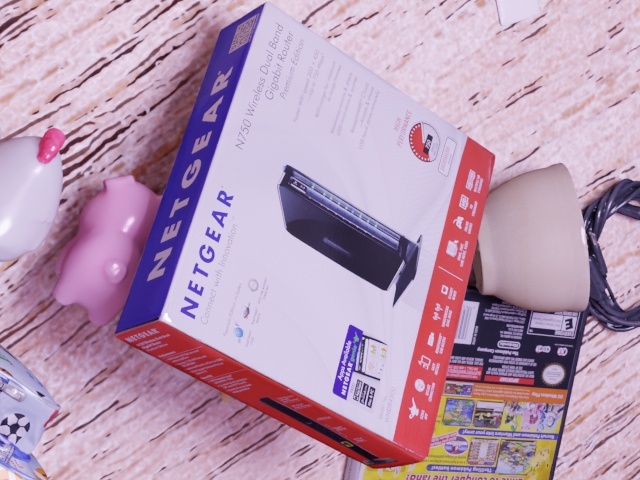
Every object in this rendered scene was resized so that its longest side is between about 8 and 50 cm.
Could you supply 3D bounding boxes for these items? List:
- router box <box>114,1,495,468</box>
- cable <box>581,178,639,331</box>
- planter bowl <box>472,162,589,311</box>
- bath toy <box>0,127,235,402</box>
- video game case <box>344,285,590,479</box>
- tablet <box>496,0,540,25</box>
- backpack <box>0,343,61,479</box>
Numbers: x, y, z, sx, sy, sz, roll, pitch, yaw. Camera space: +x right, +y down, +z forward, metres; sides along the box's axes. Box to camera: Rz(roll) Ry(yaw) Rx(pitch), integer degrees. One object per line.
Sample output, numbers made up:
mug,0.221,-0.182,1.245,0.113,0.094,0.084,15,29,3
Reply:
router box,0.000,0.000,1.347,0.301,0.082,0.335,30,61,-28
cable,0.361,0.020,1.702,0.150,0.047,0.184,-42,115,-22
planter bowl,0.217,0.005,1.560,0.109,0.162,0.162,-9,106,-1
bath toy,-0.171,0.008,1.341,0.348,0.151,0.129,32,110,-24
video game case,0.165,0.175,1.623,0.275,0.035,0.248,8,96,-31
tablet,0.210,-0.279,1.572,0.054,0.006,0.083,-22,110,-25
backpack,-0.359,0.145,1.197,0.263,0.276,0.213,31,79,-24
